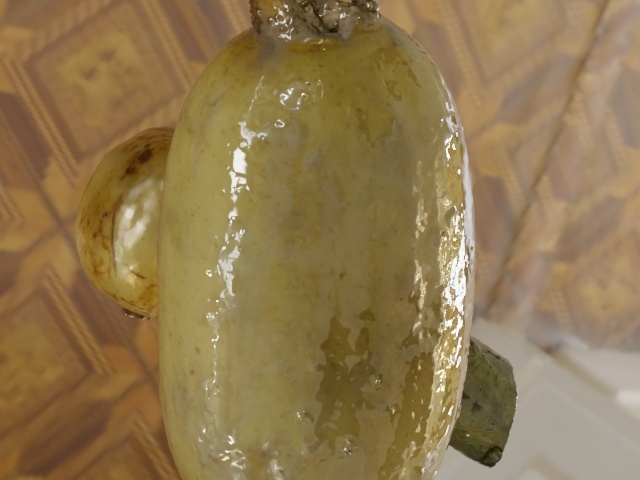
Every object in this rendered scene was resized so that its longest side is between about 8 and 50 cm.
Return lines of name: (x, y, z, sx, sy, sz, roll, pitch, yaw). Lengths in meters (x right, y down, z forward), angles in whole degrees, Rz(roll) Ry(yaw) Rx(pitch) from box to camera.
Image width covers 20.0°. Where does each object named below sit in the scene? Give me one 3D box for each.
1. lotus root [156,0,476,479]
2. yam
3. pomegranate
lotus root: (0.000, 0.000, 0.949, 0.169, 0.151, 0.342, -5, 107, -27)
yam: (0.059, 0.076, 1.100, 0.146, 0.070, 0.070, 33, 92, -13)
pomegranate: (-0.149, -0.008, 1.888, 0.215, 0.215, 0.215, -16, 122, -28)
